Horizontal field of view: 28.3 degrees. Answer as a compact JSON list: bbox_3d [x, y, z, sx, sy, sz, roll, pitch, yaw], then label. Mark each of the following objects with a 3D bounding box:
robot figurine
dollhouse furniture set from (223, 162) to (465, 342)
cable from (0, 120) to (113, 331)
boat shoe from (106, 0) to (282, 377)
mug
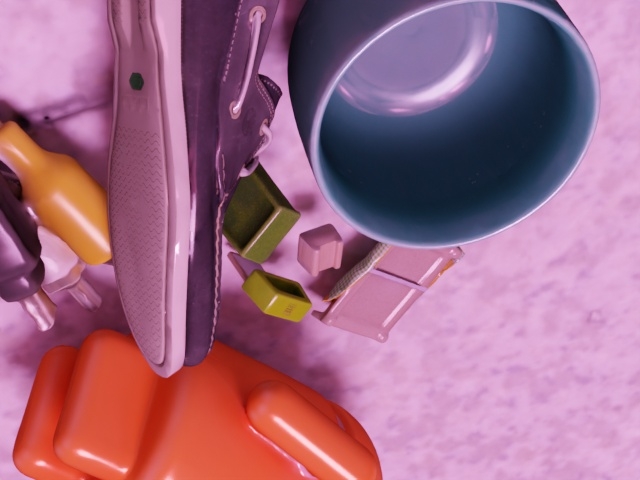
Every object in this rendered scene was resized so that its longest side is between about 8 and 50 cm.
[{"bbox_3d":[-0.054,0.126,0.691,0.219,0.128,0.158,31,108,-31],"label":"robot figurine"},{"bbox_3d":[0.000,0.000,0.675,0.151,0.058,0.076,21,114,-49],"label":"dollhouse furniture set"},{"bbox_3d":[-0.190,-0.062,0.577,0.139,0.072,0.287,-18,117,10],"label":"cable"},{"bbox_3d":[-0.051,-0.049,0.563,0.079,0.084,0.233,-5,109,-30],"label":"boat shoe"},{"bbox_3d":[0.061,-0.082,0.578,0.157,0.097,0.129,-28,128,8],"label":"mug"}]
